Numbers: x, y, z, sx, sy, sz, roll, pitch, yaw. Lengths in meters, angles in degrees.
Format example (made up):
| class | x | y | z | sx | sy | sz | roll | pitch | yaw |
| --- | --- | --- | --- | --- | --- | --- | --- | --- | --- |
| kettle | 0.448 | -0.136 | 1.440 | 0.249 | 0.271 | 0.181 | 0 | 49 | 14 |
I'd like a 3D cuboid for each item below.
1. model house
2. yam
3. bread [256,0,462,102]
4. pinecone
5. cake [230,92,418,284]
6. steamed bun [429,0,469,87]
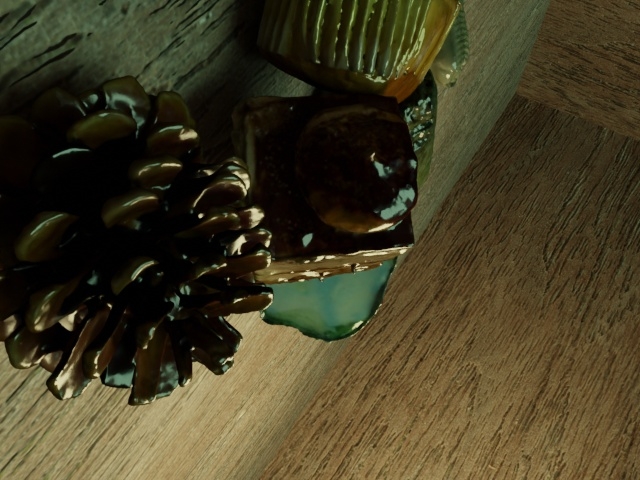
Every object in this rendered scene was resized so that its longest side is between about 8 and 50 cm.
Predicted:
| class | x | y | z | sx | sy | sz | roll | pitch | yaw |
| --- | --- | --- | --- | --- | --- | --- | --- | --- | --- |
| model house | 0.000 | 0.000 | 0.913 | 0.241 | 0.226 | 0.261 | -89 | -164 | -59 |
| yam | 0.113 | -0.197 | 0.911 | 0.195 | 0.195 | 0.300 | -59 | 163 | -8 |
| bread | 0.050 | -0.252 | 0.638 | 0.288 | 0.204 | 0.156 | -31 | 139 | -65 |
| pinecone | -0.157 | 0.015 | 0.421 | 0.264 | 0.264 | 0.264 | -51 | 159 | -28 |
| cake | -0.006 | -0.052 | 0.599 | 0.293 | 0.199 | 0.196 | 136 | -51 | -81 |
| steamed bun | 0.188 | -0.383 | 0.921 | 0.211 | 0.144 | 0.217 | -47 | 128 | -57 |
